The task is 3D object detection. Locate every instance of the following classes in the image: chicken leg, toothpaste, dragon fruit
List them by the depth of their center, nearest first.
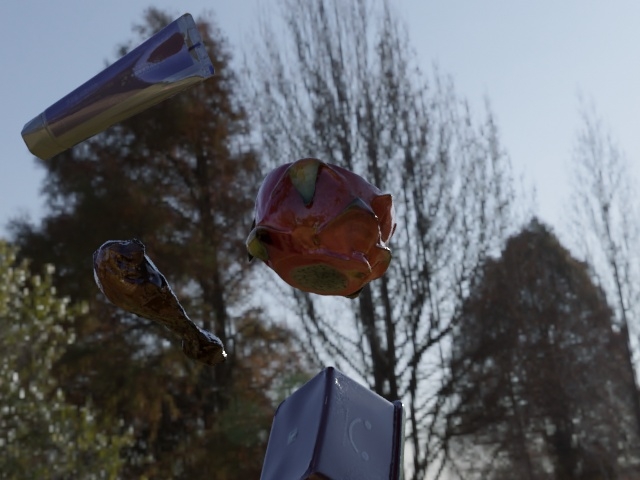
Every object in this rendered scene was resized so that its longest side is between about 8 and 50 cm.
[{"bbox_3d":[-0.250,0.112,1.484,0.113,0.093,0.304,2,-38,45],"label":"chicken leg"},{"bbox_3d":[-0.358,-0.255,1.614,0.371,0.125,0.080,-27,-13,18],"label":"toothpaste"},{"bbox_3d":[0.000,0.000,1.721,0.291,0.189,0.290,14,-27,7],"label":"dragon fruit"}]

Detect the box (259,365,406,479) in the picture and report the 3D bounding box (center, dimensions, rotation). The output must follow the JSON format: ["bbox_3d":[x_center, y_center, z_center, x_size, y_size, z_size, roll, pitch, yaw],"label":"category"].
[{"bbox_3d":[0.015,0.359,1.500,0.167,0.294,0.193,36,-58,-17],"label":"box"}]
